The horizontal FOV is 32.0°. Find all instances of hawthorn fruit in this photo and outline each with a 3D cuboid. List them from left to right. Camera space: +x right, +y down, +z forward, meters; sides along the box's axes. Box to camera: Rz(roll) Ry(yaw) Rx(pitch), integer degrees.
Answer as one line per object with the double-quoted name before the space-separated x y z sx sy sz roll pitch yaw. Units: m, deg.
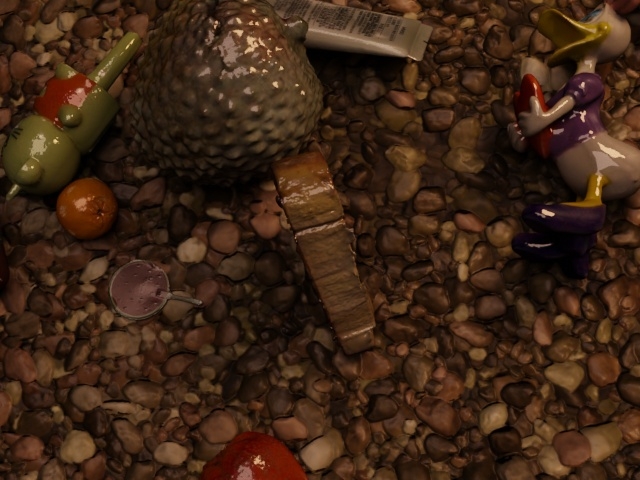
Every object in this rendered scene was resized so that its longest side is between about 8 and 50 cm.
"hawthorn fruit" -0.076 0.303 1.340 0.138 0.133 0.133 42 79 0

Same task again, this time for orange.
"orange" -0.313 -0.042 1.495 0.083 0.083 0.070 -53 31 -12

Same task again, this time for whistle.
"whistle" -0.339 -0.170 1.516 0.106 0.131 0.288 36 77 -11

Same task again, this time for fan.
"fan" -0.220 0.070 1.488 0.133 0.005 0.085 11 72 10

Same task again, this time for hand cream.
"hand cream" -0.018 -0.299 1.555 0.340 0.078 0.124 12 34 8

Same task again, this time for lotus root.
"lotus root" 0.000 0.000 1.406 0.074 0.261 0.170 -22 39 -3

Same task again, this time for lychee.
"lychee" -0.126 -0.197 1.442 0.274 0.255 0.255 -30 71 11

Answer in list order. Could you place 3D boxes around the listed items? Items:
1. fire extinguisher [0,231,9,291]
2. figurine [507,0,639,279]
"fire extinguisher" -0.489 -0.024 1.477 0.114 0.135 0.337 -20 72 5
"figurine" 0.345 -0.165 1.440 0.193 0.154 0.421 2 73 1
